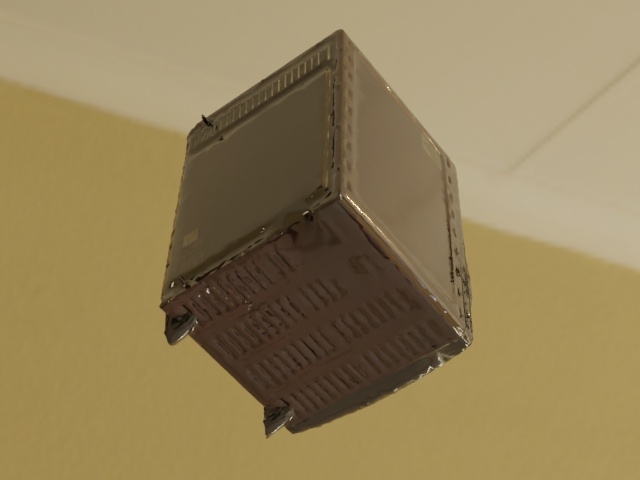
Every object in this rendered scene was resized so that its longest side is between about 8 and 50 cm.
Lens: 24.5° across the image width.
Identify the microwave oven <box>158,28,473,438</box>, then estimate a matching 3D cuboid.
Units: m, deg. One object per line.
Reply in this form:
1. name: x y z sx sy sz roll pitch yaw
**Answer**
1. microwave oven: 0.001 -0.002 1.130 0.178 0.247 0.188 -28 -57 21
